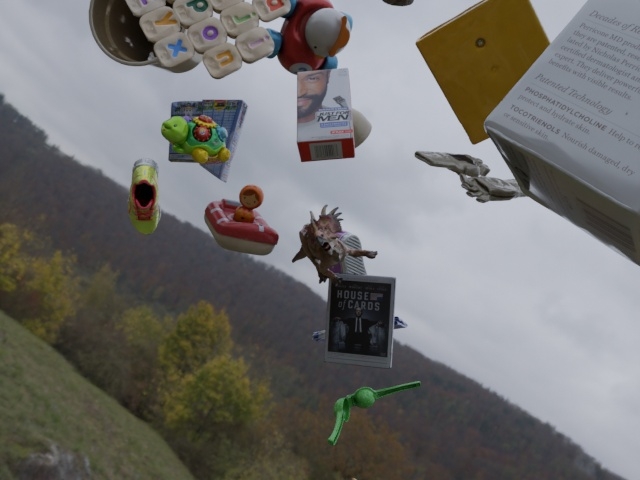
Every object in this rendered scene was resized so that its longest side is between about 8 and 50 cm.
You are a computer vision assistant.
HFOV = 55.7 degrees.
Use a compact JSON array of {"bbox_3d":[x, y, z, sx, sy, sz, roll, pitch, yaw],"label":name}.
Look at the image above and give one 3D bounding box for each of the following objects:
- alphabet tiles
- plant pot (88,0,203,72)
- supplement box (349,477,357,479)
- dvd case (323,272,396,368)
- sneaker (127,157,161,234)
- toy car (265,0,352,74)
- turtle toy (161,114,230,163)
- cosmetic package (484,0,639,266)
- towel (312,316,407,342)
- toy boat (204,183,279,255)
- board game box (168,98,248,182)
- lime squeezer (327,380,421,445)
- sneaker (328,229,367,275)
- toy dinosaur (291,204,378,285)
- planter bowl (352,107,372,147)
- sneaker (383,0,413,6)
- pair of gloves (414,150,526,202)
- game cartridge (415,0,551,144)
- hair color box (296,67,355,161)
[{"bbox_3d":[-0.214,-0.457,1.165,0.284,0.278,0.021,60,-9,1],"label":"alphabet tiles"},{"bbox_3d":[-0.521,-0.695,1.983,0.334,0.333,0.305,29,5,11],"label":"plant pot"},{"bbox_3d":[0.072,0.519,1.216,0.083,0.043,0.055,55,5,-50],"label":"supplement box"},{"bbox_3d":[0.104,0.209,1.595,0.180,0.238,0.029,3,1,15],"label":"dvd case"},{"bbox_3d":[-0.429,-0.089,1.465,0.082,0.094,0.208,-1,-51,-13],"label":"sneaker"},{"bbox_3d":[-0.004,-0.506,1.527,0.219,0.210,0.238,11,19,-33],"label":"toy car"},{"bbox_3d":[-0.212,-0.177,1.021,0.095,0.066,0.130,34,28,30],"label":"turtle toy"},{"bbox_3d":[0.588,-0.219,1.116,0.327,0.393,0.329,43,5,37],"label":"cosmetic package"},{"bbox_3d":[0.131,0.296,1.966,0.285,0.034,0.209,-13,-16,12],"label":"towel"},{"bbox_3d":[-0.180,-0.063,1.456,0.151,0.151,0.231,10,21,-30],"label":"toy boat"},{"bbox_3d":[-0.280,-0.241,1.474,0.194,0.194,0.060,2,-3,8],"label":"board game box"},{"bbox_3d":[0.102,0.390,1.451,0.110,0.311,0.058,-21,-91,51],"label":"lime squeezer"},{"bbox_3d":[0.058,0.093,1.861,0.161,0.102,0.281,18,-61,47],"label":"sneaker"},{"bbox_3d":[0.000,0.000,1.502,0.200,0.127,0.296,49,-21,-23],"label":"toy dinosaur"},{"bbox_3d":[0.072,-0.377,1.984,0.162,0.162,0.109,16,-28,50],"label":"planter bowl"},{"bbox_3d":[0.160,-0.600,1.363,0.071,0.188,0.066,5,-24,-30],"label":"sneaker"},{"bbox_3d":[0.355,-0.149,1.409,0.204,0.042,0.240,-5,33,-39],"label":"pair of gloves"},{"bbox_3d":[0.443,-0.440,1.540,0.285,0.052,0.323,-24,-66,29],"label":"game cartridge"},{"bbox_3d":[0.008,-0.214,1.025,0.093,0.167,0.053,-5,-35,4],"label":"hair color box"}]
